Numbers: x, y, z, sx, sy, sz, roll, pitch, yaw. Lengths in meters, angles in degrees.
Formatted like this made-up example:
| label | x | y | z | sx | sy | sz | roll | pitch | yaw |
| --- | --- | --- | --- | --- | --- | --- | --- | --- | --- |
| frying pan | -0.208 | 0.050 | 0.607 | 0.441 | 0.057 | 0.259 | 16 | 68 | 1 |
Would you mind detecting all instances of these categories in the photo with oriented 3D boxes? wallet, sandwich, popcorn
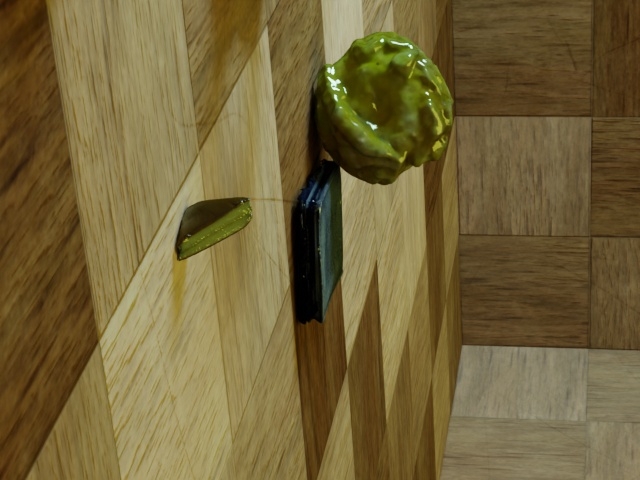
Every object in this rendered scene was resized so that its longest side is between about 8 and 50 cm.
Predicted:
| label | x | y | z | sx | sy | sz | roll | pitch | yaw |
| --- | --- | --- | --- | --- | --- | --- | --- | --- | --- |
| wallet | 0.002 | 0.000 | 2.064 | 0.222 | 0.036 | 0.167 | -60 | 149 | -71 |
| sandwich | -0.104 | -0.015 | 1.460 | 0.044 | 0.083 | 0.031 | 34 | -35 | 47 |
| popcorn | 0.080 | -0.166 | 2.098 | 0.155 | 0.198 | 0.197 | 60 | 32 | -75 |
